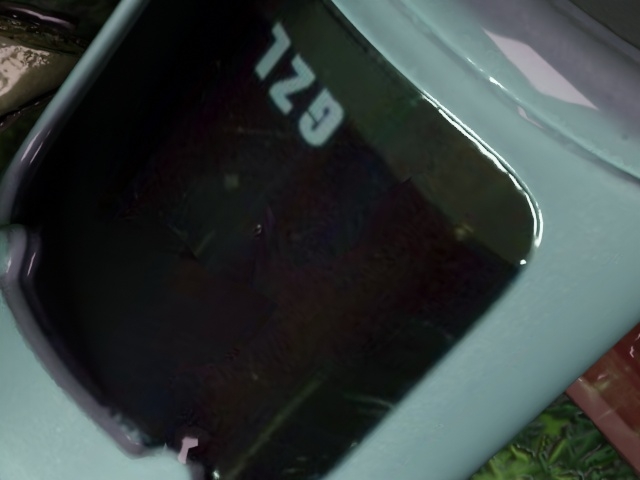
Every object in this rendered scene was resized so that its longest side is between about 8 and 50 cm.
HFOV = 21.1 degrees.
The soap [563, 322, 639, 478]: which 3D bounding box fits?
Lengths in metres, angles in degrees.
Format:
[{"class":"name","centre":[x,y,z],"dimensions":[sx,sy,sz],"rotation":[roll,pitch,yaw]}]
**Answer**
[{"class":"soap","centre":[0.219,0.061,0.851],"dimensions":[0.218,0.098,0.273],"rotation":[-40,114,9]}]

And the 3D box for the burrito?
[{"class":"burrito","centre":[-0.166,-0.062,0.763],"dimensions":[0.149,0.041,0.055],"rotation":[-31,128,1]}]

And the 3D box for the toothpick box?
[{"class":"toothpick box","centre":[0.000,0.000,0.704],"dimensions":[0.263,0.263,0.354],"rotation":[30,120,-20]}]
